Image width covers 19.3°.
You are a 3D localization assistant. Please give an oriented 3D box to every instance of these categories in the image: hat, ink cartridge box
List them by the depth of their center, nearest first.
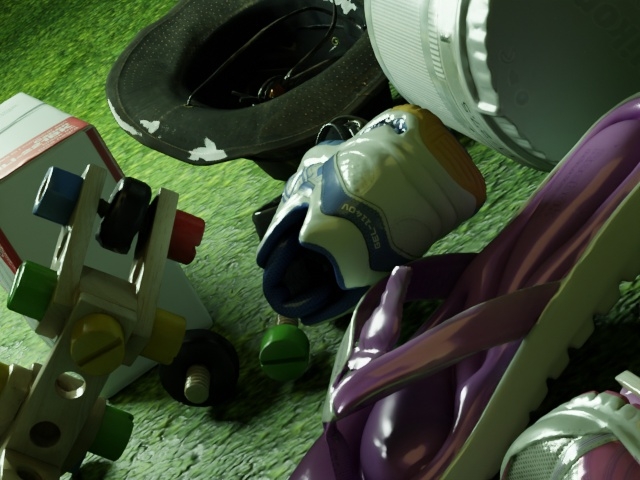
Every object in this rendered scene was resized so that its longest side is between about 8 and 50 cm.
[{"bbox_3d":[-0.219,-0.004,1.578,0.114,0.197,0.273,-34,20,-13],"label":"ink cartridge box"},{"bbox_3d":[-0.024,-0.143,1.727,0.331,0.134,0.331,-18,40,16],"label":"hat"}]

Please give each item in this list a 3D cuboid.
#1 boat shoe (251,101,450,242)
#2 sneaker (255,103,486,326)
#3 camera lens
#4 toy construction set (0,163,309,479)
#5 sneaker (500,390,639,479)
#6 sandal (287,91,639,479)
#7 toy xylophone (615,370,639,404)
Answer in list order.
[{"bbox_3d":[0.022,-0.061,1.537,0.080,0.076,0.228,-6,32,51],"label":"boat shoe"},{"bbox_3d":[0.000,0.000,1.267,0.131,0.112,0.296,-40,-3,-20],"label":"sneaker"},{"bbox_3d":[0.165,-0.168,1.364,0.219,0.219,0.274,-34,19,-6],"label":"camera lens"},{"bbox_3d":[-0.199,0.076,1.238,0.257,0.309,0.237,-34,22,18],"label":"toy construction set"},{"bbox_3d":[0.131,0.147,0.819,0.111,0.103,0.252,-34,18,-11],"label":"sneaker"},{"bbox_3d":[0.073,0.046,1.098,0.416,0.102,0.169,-49,17,-21],"label":"sandal"},{"bbox_3d":[0.288,0.023,0.921,0.323,0.081,0.236,-36,19,-14],"label":"toy xylophone"}]
